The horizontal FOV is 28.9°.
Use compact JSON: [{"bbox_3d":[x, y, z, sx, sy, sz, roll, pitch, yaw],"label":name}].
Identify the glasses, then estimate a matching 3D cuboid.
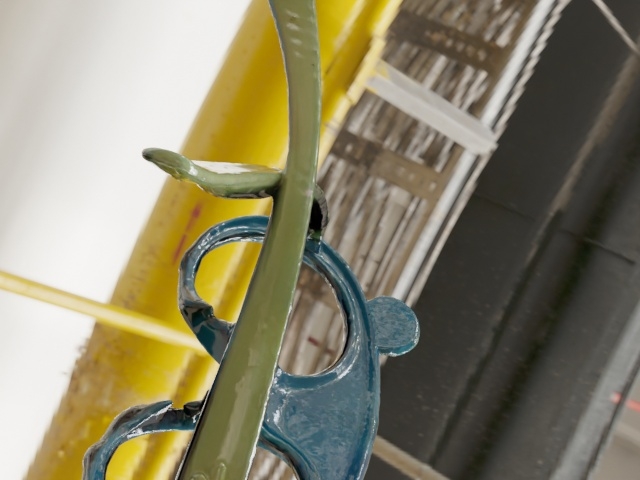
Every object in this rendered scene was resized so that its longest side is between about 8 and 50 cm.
[{"bbox_3d":[-0.036,0.004,0.485,0.102,0.207,0.239,-7,-153,15],"label":"glasses"}]
